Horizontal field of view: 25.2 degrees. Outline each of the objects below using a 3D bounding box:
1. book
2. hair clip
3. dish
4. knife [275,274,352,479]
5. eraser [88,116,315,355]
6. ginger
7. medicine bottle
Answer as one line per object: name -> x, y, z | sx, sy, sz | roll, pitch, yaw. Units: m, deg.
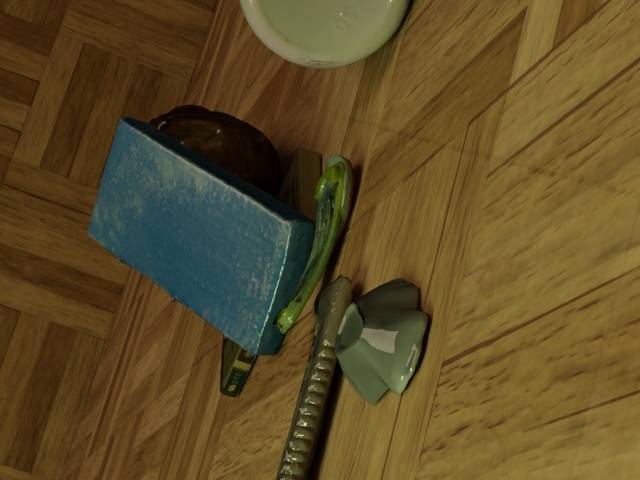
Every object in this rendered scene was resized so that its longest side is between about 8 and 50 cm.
book -> -0.055, 0.032, 1.516 | 0.161, 0.026, 0.231 | -91, 24, -60
hair clip -> 0.000, 0.000, 1.298 | 0.060, 0.033, 0.188 | -42, 27, 62
dish -> 0.036, 0.068, 1.003 | 0.137, 0.039, 0.091 | -161, 91, -80
knife -> -0.031, 0.188, 1.109 | 0.089, 0.043, 0.365 | 136, 152, -63
eraser -> -0.127, -0.010, 1.465 | 0.312, 0.042, 0.144 | 30, 109, 43
ginger -> -0.149, -0.046, 1.736 | 0.418, 0.176, 0.254 | -170, 87, -77
medicine bottle -> -0.004, -0.289, 1.458 | 0.293, 0.170, 0.170 | -102, 34, -67
